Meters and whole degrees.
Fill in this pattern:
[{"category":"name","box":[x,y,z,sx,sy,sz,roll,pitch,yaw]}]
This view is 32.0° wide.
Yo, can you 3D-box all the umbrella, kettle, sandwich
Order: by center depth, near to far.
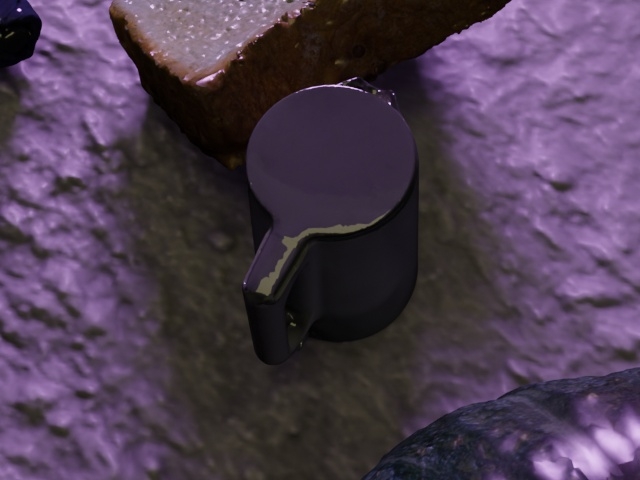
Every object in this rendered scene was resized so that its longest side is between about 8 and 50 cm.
[{"category":"kettle","box":[-0.002,-0.005,0.615,0.127,0.148,0.098,-31,70,-10]},{"category":"sandwich","box":[-0.010,-0.145,0.680,0.215,0.065,0.186,-31,38,-9]},{"category":"umbrella","box":[-0.274,-0.208,0.754,0.071,0.071,0.248,-37,71,-13]}]

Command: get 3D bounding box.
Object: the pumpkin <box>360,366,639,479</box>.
[{"category":"pumpkin","box":[0.139,0.150,0.485,0.293,0.263,0.196,1,62,-1]}]
